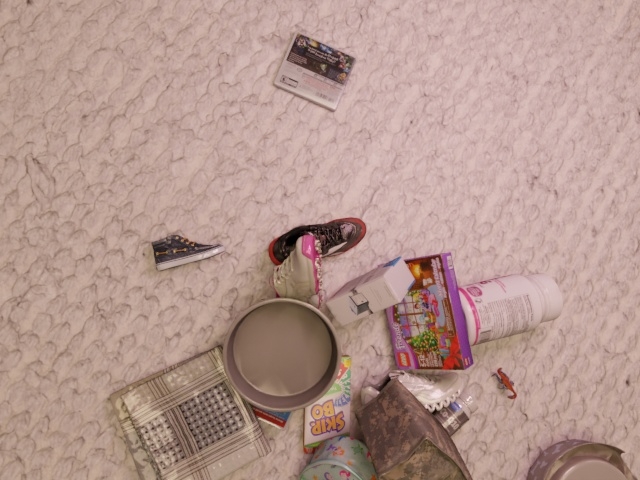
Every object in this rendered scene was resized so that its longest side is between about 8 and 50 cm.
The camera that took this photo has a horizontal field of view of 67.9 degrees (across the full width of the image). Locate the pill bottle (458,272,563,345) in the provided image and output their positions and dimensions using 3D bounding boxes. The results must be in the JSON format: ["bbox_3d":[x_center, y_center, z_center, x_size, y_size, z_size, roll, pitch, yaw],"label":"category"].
[{"bbox_3d":[0.493,0.181,1.295,0.283,0.160,0.160,-11,87,-11],"label":"pill bottle"}]

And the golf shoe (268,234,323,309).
[{"bbox_3d":[-0.062,0.090,1.167,0.140,0.306,0.115,2,56,0],"label":"golf shoe"}]

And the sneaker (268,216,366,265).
[{"bbox_3d":[0.000,0.001,1.256,0.276,0.135,0.097,-16,86,-10],"label":"sneaker"}]

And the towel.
[{"bbox_3d":[-0.333,0.467,1.196,0.324,0.056,0.312,-25,90,-1],"label":"towel"}]

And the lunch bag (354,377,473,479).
[{"bbox_3d":[0.239,0.508,1.112,0.169,0.235,0.287,-43,108,5],"label":"lunch bag"}]

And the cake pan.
[{"bbox_3d":[-0.095,0.280,1.189,0.293,0.054,0.293,0,97,-1],"label":"cake pan"}]

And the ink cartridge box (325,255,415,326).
[{"bbox_3d":[0.129,0.130,1.217,0.191,0.140,0.082,-31,92,33],"label":"ink cartridge box"}]

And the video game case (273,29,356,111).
[{"bbox_3d":[-0.014,-0.480,1.348,0.190,0.022,0.173,22,83,-5],"label":"video game case"}]

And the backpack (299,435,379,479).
[{"bbox_3d":[0.072,0.622,1.170,0.253,0.225,0.191,52,38,3],"label":"backpack"}]

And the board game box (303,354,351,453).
[{"bbox_3d":[0.017,0.442,1.276,0.124,0.039,0.259,1,88,-6],"label":"board game box"}]

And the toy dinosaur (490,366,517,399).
[{"bbox_3d":[0.519,0.406,1.332,0.047,0.090,0.082,-39,60,6],"label":"toy dinosaur"}]

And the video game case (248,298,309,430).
[{"bbox_3d":[-0.125,0.325,1.249,0.204,0.025,0.285,25,86,1],"label":"video game case"}]

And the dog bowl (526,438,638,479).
[{"bbox_3d":[0.733,0.724,1.318,0.349,0.102,0.348,1,86,-7],"label":"dog bowl"}]

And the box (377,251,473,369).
[{"bbox_3d":[0.271,0.190,1.252,0.057,0.201,0.293,-8,86,-47],"label":"box"}]

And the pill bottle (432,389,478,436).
[{"bbox_3d":[0.358,0.476,1.296,0.137,0.078,0.078,-38,91,-9],"label":"pill bottle"}]

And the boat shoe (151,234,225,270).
[{"bbox_3d":[-0.346,0.018,1.240,0.183,0.065,0.083,-15,89,-8],"label":"boat shoe"}]

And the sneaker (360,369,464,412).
[{"bbox_3d":[0.245,0.398,1.268,0.292,0.110,0.118,-15,93,-10],"label":"sneaker"}]
